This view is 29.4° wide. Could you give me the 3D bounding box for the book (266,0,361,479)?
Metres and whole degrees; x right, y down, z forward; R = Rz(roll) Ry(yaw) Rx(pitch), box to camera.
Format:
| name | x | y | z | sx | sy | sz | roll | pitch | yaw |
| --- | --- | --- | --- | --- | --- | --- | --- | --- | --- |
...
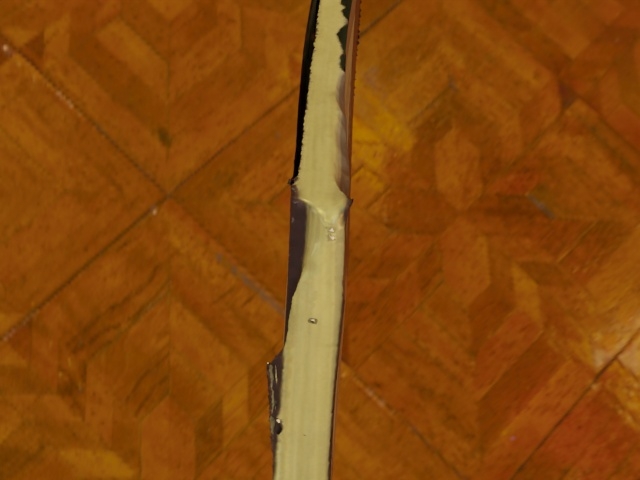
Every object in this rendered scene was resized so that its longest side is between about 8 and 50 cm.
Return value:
| name | x | y | z | sx | sy | sz | roll | pitch | yaw |
| --- | --- | --- | --- | --- | --- | --- | --- | --- | --- |
| book | -0.001 | 0.000 | 0.444 | 0.026 | 0.157 | 0.231 | 4 | 31 | 1 |
